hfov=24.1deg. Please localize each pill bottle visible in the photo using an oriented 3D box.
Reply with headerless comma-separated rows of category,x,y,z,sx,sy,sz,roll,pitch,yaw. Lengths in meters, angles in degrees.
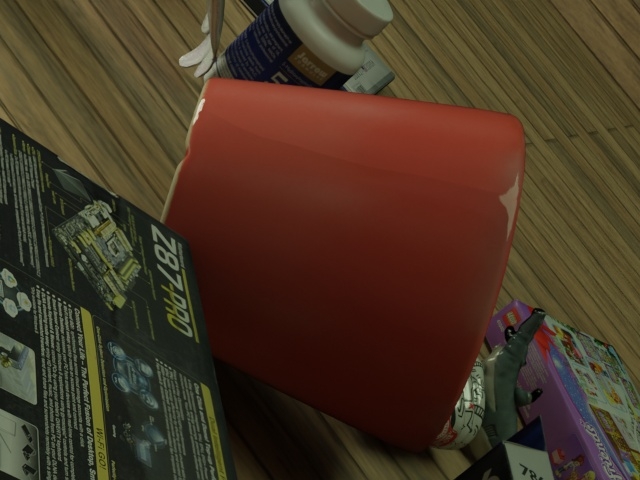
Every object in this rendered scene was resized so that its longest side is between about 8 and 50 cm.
pill bottle,-0.020,-0.194,1.533,0.112,0.186,0.112,37,26,-22

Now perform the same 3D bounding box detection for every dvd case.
dvd case,-0.015,-0.266,1.847,0.239,0.029,0.179,48,24,-2

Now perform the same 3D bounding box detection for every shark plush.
shark plush,0.180,0.140,1.427,0.067,0.161,0.073,24,2,15

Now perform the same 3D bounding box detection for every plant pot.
plant pot,0.000,0.000,1.162,0.243,0.275,0.275,17,29,-4

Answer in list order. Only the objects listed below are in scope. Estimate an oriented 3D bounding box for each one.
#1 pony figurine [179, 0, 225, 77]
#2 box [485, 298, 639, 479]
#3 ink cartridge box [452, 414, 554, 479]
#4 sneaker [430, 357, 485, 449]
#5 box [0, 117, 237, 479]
pony figurine,-0.094,-0.390,1.470,0.303,0.363,0.351,54,-21,33
box,0.301,0.214,1.618,0.201,0.057,0.293,26,32,-42
ink cartridge box,0.109,0.269,1.078,0.065,0.165,0.333,35,26,-24
sneaker,0.064,0.074,1.395,0.145,0.090,0.270,23,37,-46
box,-0.187,0.073,0.837,0.318,0.097,0.395,32,26,-34
